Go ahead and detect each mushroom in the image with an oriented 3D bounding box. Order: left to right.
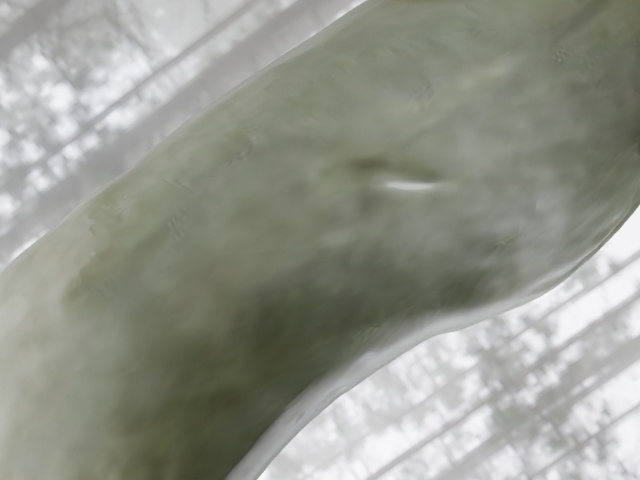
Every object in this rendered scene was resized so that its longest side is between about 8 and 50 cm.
[{"bbox_3d":[-0.001,-0.001,0.408,0.097,0.351,0.109,38,154,31],"label":"mushroom"}]
